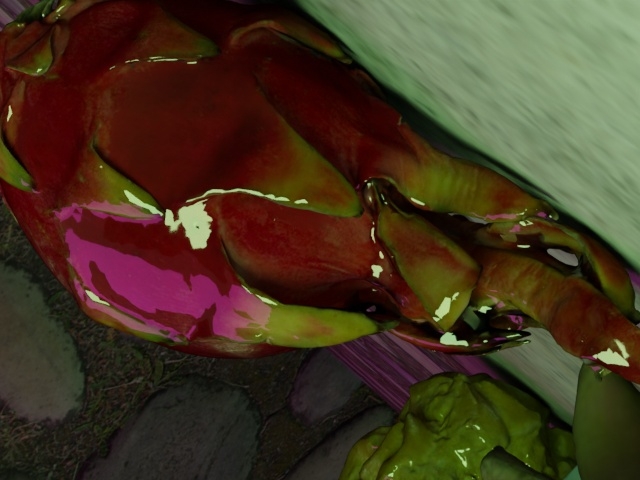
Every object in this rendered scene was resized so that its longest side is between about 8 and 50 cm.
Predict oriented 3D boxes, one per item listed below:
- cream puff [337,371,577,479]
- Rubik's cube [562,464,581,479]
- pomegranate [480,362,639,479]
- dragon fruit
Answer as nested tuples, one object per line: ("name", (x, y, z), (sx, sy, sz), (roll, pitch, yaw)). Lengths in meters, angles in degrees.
("cream puff", (0.082, 0.124, 0.931), (0.156, 0.156, 0.121), (42, -142, -27))
("Rubik's cube", (0.142, 0.319, 0.692), (0.319, 0.316, 0.322), (43, -177, -11))
("pomegranate", (0.083, 0.106, 0.401), (0.131, 0.152, 0.191), (63, -177, -20))
("dragon fruit", (0.000, 0.000, 0.460), (0.190, 0.094, 0.094), (27, 173, 17))
